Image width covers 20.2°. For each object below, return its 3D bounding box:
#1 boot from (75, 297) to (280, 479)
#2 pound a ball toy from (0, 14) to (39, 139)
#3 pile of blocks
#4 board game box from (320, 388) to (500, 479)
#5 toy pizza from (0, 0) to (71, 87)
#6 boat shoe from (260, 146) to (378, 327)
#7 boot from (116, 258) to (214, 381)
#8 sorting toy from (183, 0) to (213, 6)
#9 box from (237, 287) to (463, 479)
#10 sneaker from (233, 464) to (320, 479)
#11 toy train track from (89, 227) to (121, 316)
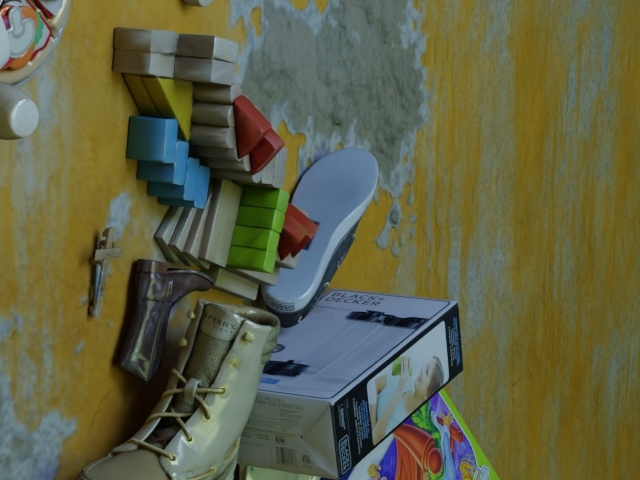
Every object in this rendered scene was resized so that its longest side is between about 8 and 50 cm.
[{"bbox_3d":[-0.128,0.157,1.671,0.262,0.095,0.203,-3,116,-65],"label":"boot"},{"bbox_3d":[-0.316,-0.081,1.277,0.319,0.136,0.208,-52,139,-40],"label":"pound a ball toy"},{"bbox_3d":[-0.089,-0.061,1.726,0.149,0.112,0.362,-65,146,-29],"label":"pile of blocks"},{"bbox_3d":[0.064,0.331,2.064,0.233,0.078,0.347,57,48,-32],"label":"board game box"},{"bbox_3d":[-0.257,-0.221,1.467,0.201,0.032,0.201,-21,114,-58],"label":"toy pizza"},{"bbox_3d":[0.000,0.000,1.947,0.076,0.080,0.228,91,18,-54],"label":"boat shoe"},{"bbox_3d":[-0.149,0.081,1.726,0.106,0.037,0.114,15,79,-48],"label":"boot"},{"bbox_3d":[-0.051,-0.389,1.698,0.255,0.089,0.257,-45,135,-34],"label":"sorting toy"},{"bbox_3d":[0.015,0.145,1.909,0.290,0.169,0.087,-32,121,-53],"label":"box"},{"bbox_3d":[-0.062,0.243,1.893,0.094,0.080,0.212,58,47,-33],"label":"sneaker"},{"bbox_3d":[-0.203,0.028,1.644,0.048,0.014,0.083,-6,108,-68],"label":"toy train track"}]
